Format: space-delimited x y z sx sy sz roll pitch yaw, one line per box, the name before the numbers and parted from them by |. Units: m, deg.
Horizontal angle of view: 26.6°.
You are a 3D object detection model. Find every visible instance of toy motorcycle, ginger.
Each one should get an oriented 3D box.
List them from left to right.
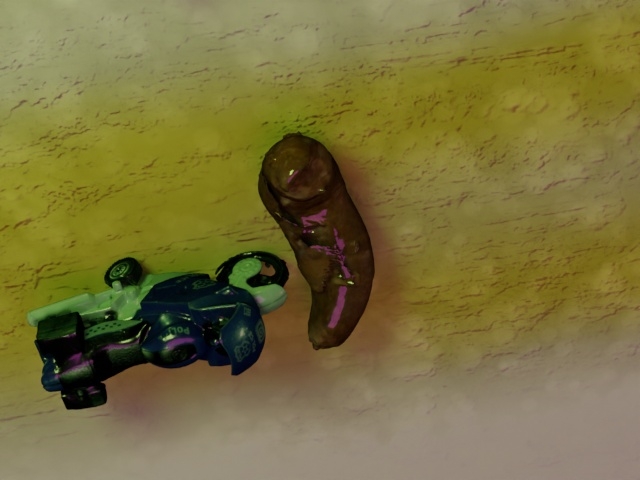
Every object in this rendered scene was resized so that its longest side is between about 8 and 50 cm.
toy motorcycle | -0.192 0.107 1.677 0.331 0.196 0.125 -16 124 -1
ginger | -0.001 -0.012 1.677 0.107 0.133 0.309 -12 129 11
